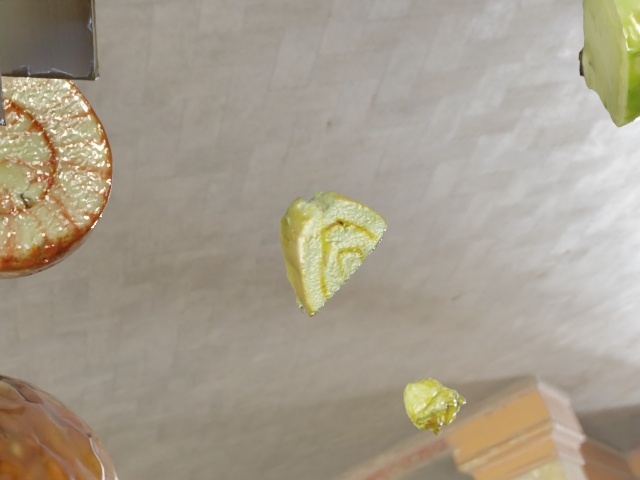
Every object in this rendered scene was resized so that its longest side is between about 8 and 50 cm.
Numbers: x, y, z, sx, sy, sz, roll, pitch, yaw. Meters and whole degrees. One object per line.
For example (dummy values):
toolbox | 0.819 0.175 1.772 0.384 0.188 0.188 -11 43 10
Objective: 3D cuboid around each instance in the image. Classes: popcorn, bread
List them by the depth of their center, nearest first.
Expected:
popcorn | 0.128 0.190 1.142 0.059 0.068 0.083 -59 -172 -16
bread | -0.005 0.003 1.230 0.110 0.103 0.156 42 81 -22
bread | -0.474 -0.093 1.490 0.328 0.295 0.114 -30 -179 -18

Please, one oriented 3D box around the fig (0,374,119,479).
fig | -0.292 0.149 0.501 0.286 0.369 0.286 -54 174 -8

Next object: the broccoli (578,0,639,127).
broccoli | 0.323 -0.170 0.553 0.361 0.221 0.252 -9 154 -25

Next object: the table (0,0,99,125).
table | -0.324 -0.265 0.881 0.196 0.250 0.282 3 108 6
